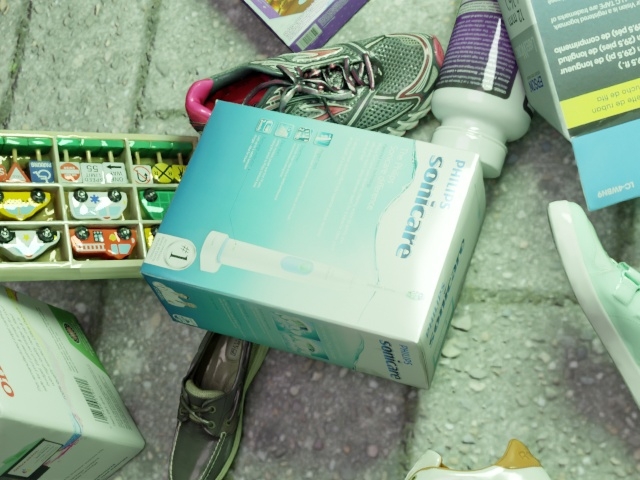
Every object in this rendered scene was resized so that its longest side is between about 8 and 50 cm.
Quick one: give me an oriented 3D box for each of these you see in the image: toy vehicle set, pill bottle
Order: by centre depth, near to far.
[{"bbox_3d":[0.178,-0.169,1.211,0.108,0.108,0.194,14,80,25],"label":"pill bottle"},{"bbox_3d":[-0.251,-0.040,1.281,0.035,0.266,0.166,-43,55,53],"label":"toy vehicle set"}]

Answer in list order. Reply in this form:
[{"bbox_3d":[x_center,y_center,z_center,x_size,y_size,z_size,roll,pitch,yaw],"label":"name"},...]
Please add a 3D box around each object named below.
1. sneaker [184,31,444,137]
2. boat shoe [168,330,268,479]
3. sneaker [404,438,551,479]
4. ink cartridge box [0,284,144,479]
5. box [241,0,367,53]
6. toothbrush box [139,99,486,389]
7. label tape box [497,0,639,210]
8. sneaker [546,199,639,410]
[{"bbox_3d":[-0.005,-0.160,1.280,0.299,0.112,0.121,-16,69,16],"label":"sneaker"},{"bbox_3d":[-0.120,0.169,1.249,0.080,0.073,0.224,16,80,27],"label":"boat shoe"},{"bbox_3d":[0.088,0.283,1.127,0.290,0.106,0.123,-23,61,4],"label":"sneaker"},{"bbox_3d":[-0.338,0.155,1.226,0.117,0.278,0.201,-38,64,7],"label":"ink cartridge box"},{"bbox_3d":[0.016,-0.381,1.365,0.293,0.057,0.201,-44,65,5],"label":"box"},{"bbox_3d":[0.000,0.000,1.181,0.295,0.126,0.216,12,65,18],"label":"toothbrush box"},{"bbox_3d":[0.311,-0.227,1.119,0.249,0.115,0.348,-17,93,-4],"label":"label tape box"},{"bbox_3d":[0.321,0.048,1.064,0.151,0.094,0.256,-31,97,13],"label":"sneaker"}]
